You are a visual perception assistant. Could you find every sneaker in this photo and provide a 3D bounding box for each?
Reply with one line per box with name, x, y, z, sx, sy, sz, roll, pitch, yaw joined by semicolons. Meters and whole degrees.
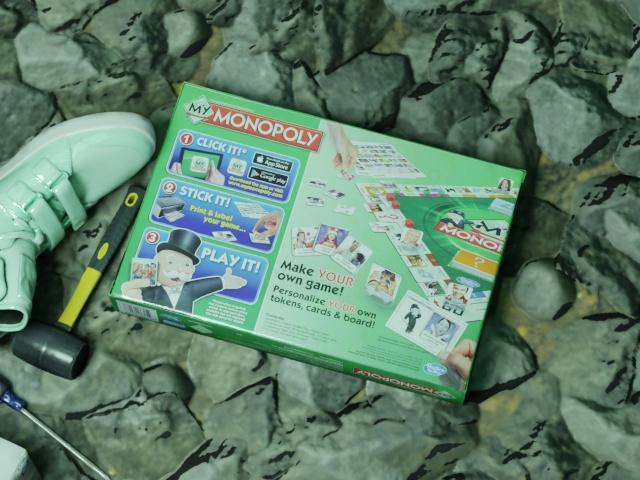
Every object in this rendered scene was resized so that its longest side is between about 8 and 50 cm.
sneaker;-0.236;0.001;1.595;0.256;0.094;0.151;-29;54;0

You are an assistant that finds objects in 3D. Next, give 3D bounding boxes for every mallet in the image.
mallet;-0.210;0.030;1.633;0.062;0.039;0.190;15;65;9

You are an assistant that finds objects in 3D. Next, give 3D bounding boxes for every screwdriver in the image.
screwdriver;-0.242;0.151;1.595;0.170;0.024;0.025;34;44;6

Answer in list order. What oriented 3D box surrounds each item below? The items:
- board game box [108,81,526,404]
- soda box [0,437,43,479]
board game box;0.000;0.000;1.633;0.317;0.046;0.213;15;69;7
soda box;-0.380;0.166;1.547;0.286;0.098;0.091;24;71;9
